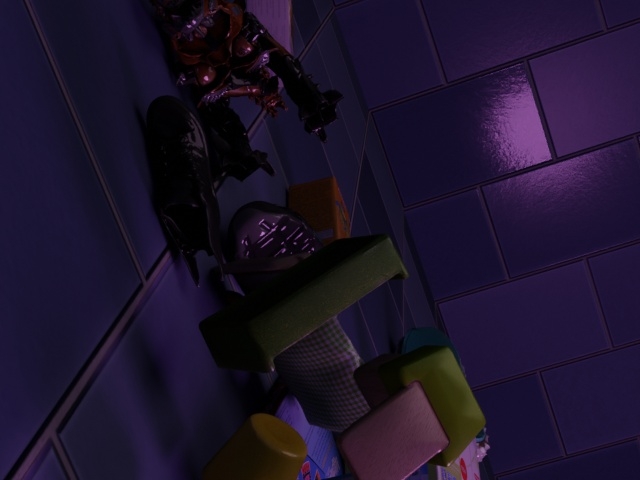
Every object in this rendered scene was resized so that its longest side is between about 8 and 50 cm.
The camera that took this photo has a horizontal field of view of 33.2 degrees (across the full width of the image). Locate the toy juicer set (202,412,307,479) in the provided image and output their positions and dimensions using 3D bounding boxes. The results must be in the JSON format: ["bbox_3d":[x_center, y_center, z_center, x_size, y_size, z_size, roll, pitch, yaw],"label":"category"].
[{"bbox_3d":[-0.033,0.234,0.682,0.209,0.089,0.329,35,14,10],"label":"toy juicer set"}]

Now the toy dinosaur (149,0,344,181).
[{"bbox_3d":[-0.085,-0.199,1.223,0.322,0.164,0.218,-5,60,-59],"label":"toy dinosaur"}]

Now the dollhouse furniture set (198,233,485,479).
[{"bbox_3d":[-0.027,0.121,0.964,0.301,0.151,0.198,-7,-67,61],"label":"dollhouse furniture set"}]

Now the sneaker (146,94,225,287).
[{"bbox_3d":[-0.122,-0.047,0.978,0.089,0.051,0.170,-85,160,-77],"label":"sneaker"}]

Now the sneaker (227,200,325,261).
[{"bbox_3d":[-0.054,0.009,1.225,0.106,0.101,0.267,52,1,25],"label":"sneaker"}]

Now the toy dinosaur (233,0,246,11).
[{"bbox_3d":[-0.134,-0.432,1.574,0.112,0.064,0.212,-68,139,-73],"label":"toy dinosaur"}]

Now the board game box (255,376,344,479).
[{"bbox_3d":[-0.023,0.226,1.121,0.281,0.027,0.145,-47,117,-79],"label":"board game box"}]

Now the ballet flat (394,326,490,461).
[{"bbox_3d":[0.214,0.317,2.055,0.409,0.147,0.147,-100,169,-63],"label":"ballet flat"}]

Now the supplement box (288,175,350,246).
[{"bbox_3d":[0.000,0.000,1.514,0.233,0.080,0.078,-96,168,-58],"label":"supplement box"}]

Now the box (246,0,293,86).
[{"bbox_3d":[-0.073,-0.382,1.537,0.063,0.067,0.324,-79,167,-75],"label":"box"}]

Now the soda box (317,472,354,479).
[{"bbox_3d":[-0.004,0.259,0.927,0.210,0.071,0.067,-11,83,-69],"label":"soda box"}]

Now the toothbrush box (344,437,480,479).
[{"bbox_3d":[0.119,0.334,1.293,0.206,0.122,0.283,50,31,-53],"label":"toothbrush box"}]
